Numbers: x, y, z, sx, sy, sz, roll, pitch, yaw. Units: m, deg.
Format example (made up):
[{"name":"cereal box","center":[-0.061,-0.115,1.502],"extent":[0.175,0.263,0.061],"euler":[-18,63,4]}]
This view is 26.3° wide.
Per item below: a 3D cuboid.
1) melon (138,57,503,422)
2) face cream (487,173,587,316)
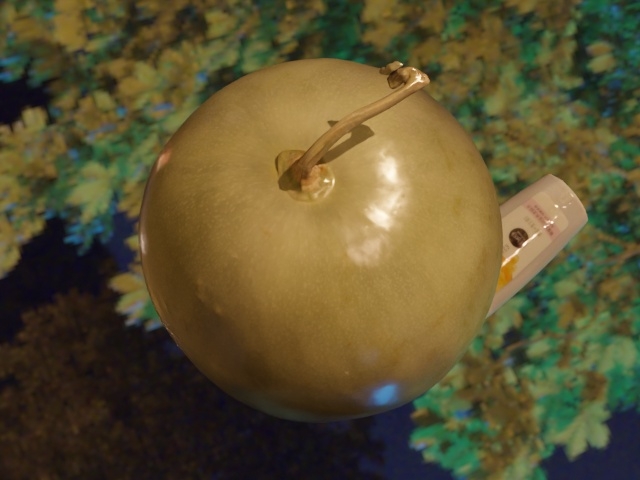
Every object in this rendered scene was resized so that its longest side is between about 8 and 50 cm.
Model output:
[{"name":"melon","center":[0.004,0.005,0.972],"extent":[0.272,0.272,0.308],"euler":[50,8,35]},{"name":"face cream","center":[0.185,0.015,1.425],"extent":[0.084,0.198,0.057],"euler":[50,-12,2]}]
